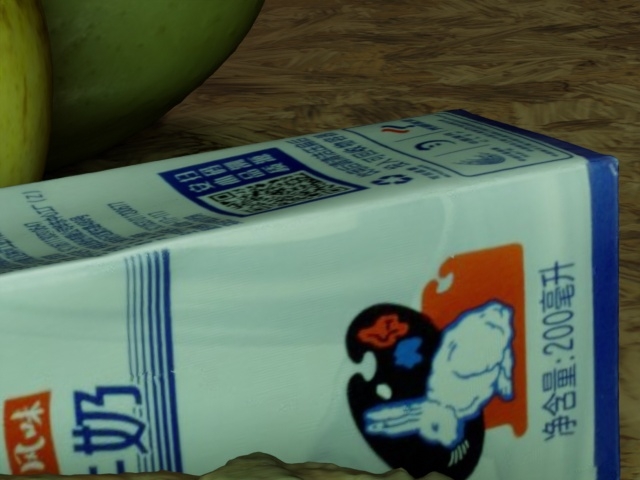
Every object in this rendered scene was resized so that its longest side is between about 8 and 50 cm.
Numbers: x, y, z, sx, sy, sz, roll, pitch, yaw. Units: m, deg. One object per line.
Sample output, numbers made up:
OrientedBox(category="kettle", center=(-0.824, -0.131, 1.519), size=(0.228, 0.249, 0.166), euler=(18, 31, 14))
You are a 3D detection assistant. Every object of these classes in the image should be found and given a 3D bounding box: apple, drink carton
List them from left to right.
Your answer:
OrientedBox(category="apple", center=(-0.217, -0.172, 1.101), size=(0.311, 0.320, 0.360), euler=(46, 42, 15))
OrientedBox(category="drink carton", center=(-0.059, 0.046, 0.592), size=(0.315, 0.131, 0.106), euler=(-12, 17, -25))

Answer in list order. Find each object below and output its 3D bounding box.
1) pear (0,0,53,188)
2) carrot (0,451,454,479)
OrientedBox(category="pear", center=(-0.244, -0.053, 0.731), size=(0.280, 0.281, 0.281), euler=(-2, 16, 1))
OrientedBox(category="carrot", center=(-0.044, 0.101, 0.478), size=(0.263, 0.102, 0.102), euler=(-6, 17, -16))
